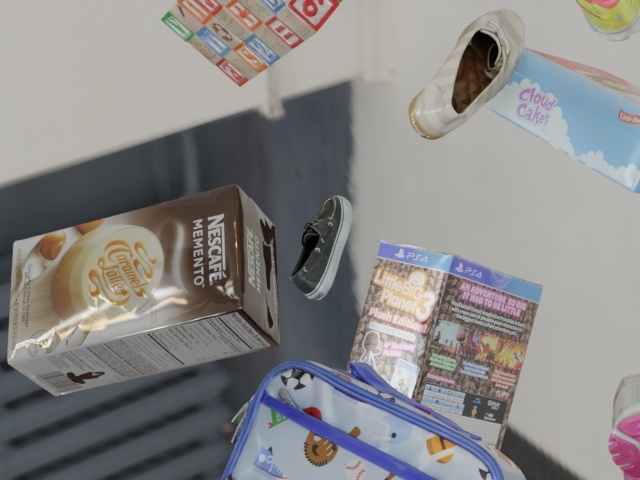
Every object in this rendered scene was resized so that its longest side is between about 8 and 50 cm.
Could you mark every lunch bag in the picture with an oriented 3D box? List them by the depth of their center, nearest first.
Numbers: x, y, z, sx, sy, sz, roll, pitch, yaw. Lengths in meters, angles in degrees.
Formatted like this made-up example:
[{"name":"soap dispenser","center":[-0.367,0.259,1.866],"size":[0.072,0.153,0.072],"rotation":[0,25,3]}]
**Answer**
[{"name":"lunch bag","center":[0.037,0.253,1.431],"size":[0.303,0.115,0.243],"rotation":[24,91,30]}]

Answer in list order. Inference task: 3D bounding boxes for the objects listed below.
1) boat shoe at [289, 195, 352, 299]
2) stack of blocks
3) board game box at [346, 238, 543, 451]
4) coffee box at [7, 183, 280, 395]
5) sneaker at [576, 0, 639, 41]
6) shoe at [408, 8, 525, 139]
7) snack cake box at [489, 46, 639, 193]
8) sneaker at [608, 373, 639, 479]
[{"name":"boat shoe","center":[0.000,0.000,1.569],"size":[0.040,0.142,0.049],"rotation":[34,134,-22]},{"name":"stack of blocks","center":[-0.089,-0.286,1.647],"size":[0.171,0.087,0.297],"rotation":[41,163,-10]},{"name":"board game box","center":[0.171,0.170,2.132],"size":[0.141,0.232,0.291],"rotation":[13,86,43]},{"name":"coffee box","center":[-0.171,0.050,1.427],"size":[0.098,0.247,0.141],"rotation":[51,-151,-55]},{"name":"sneaker","center":[0.255,-0.298,1.428],"size":[0.208,0.081,0.094],"rotation":[63,-164,14]},{"name":"shoe","center":[0.175,-0.188,1.604],"size":[0.076,0.219,0.058],"rotation":[45,144,-9]},{"name":"snack cake box","center":[0.336,-0.132,1.674],"size":[0.264,0.152,0.089],"rotation":[39,115,51]},{"name":"sneaker","center":[0.372,0.238,1.581],"size":[0.111,0.103,0.252],"rotation":[-78,-24,-46]}]
